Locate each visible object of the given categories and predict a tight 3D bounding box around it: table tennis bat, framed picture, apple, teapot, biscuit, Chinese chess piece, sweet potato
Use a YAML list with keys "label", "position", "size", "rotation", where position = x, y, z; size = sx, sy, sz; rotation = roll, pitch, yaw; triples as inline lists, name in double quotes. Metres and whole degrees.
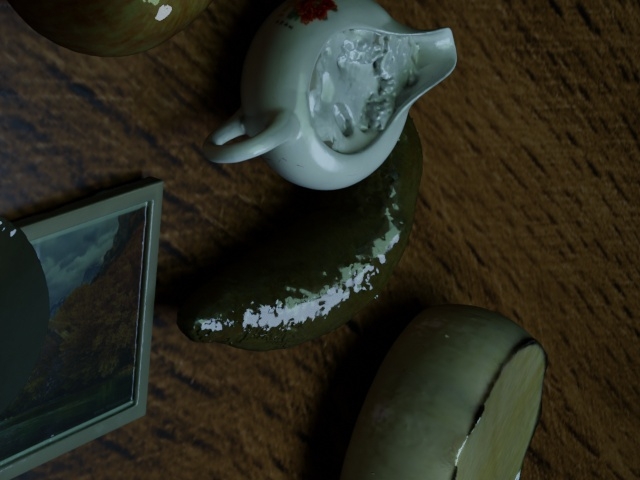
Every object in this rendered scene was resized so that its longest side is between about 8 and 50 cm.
- label: "table tennis bat"
  position: [-0.224, 0.027, 1.144]
  size: [0.131, 0.022, 0.234]
  rotation: [-52, 147, -27]
- label: "framed picture"
  position: [-0.190, 0.069, 1.252]
  size: [0.250, 0.016, 0.184]
  rotation: [-21, 124, -53]
- label: "apple"
  position: [-0.120, -0.178, 1.115]
  size: [0.146, 0.131, 0.146]
  rotation: [-28, 127, -43]
- label: "teapot"
  position: [-0.004, -0.104, 1.378]
  size: [0.226, 0.092, 0.145]
  rotation: [-35, 117, -37]
- label: "biscuit"
  position: [0.040, 0.157, 1.683]
  size: [0.119, 0.019, 0.130]
  rotation: [-8, 114, -57]
- label: "Chinese chess piece"
  position: [0.107, 0.182, 1.687]
  size: [0.257, 0.104, 0.257]
  rotation: [-54, 154, -41]
- label: "sweet potato"
  position: [0.003, 0.001, 1.458]
  size: [0.310, 0.098, 0.124]
  rotation: [-49, 123, -31]
